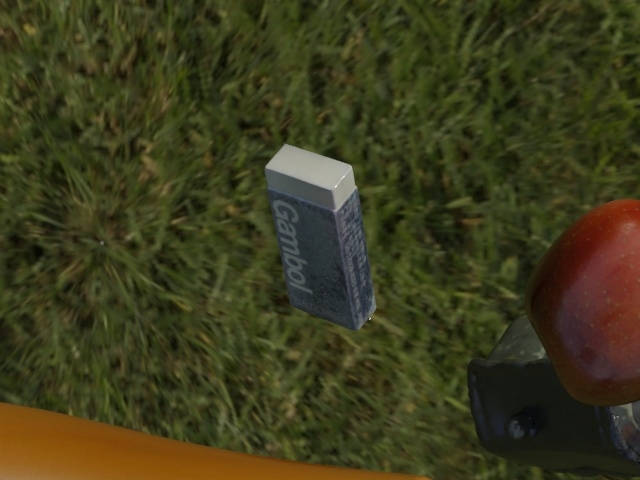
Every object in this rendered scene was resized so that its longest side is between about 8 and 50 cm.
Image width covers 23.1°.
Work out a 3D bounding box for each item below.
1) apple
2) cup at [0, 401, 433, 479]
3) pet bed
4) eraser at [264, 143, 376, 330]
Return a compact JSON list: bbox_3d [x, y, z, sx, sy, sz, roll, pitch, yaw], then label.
[{"bbox_3d":[0.279,0.057,1.459,0.168,0.181,0.181,-29,94,7],"label":"apple"},{"bbox_3d":[-0.084,0.161,0.656,0.264,0.226,0.182,1,92,14],"label":"cup"},{"bbox_3d":[0.280,0.173,1.670,0.159,0.211,0.183,-50,118,-30],"label":"pet bed"},{"bbox_3d":[0.000,0.000,1.652,0.092,0.212,0.046,19,51,28],"label":"eraser"}]
